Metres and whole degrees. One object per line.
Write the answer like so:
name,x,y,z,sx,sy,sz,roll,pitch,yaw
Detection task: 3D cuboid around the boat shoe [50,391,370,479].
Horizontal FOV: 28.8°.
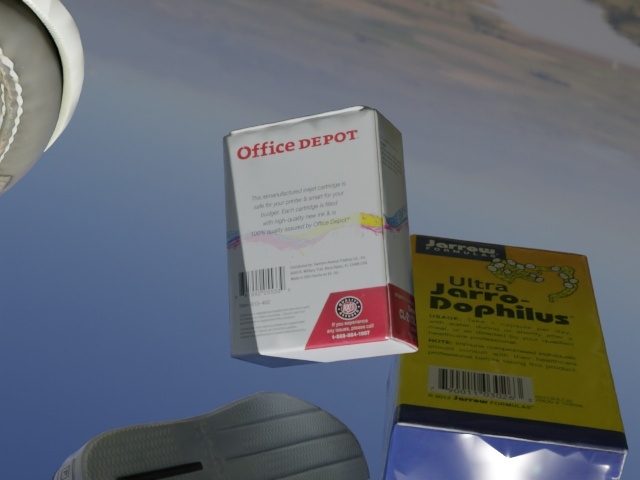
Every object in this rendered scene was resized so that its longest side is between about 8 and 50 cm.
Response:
boat shoe,-0.083,0.174,0.890,0.302,0.094,0.109,8,-125,-50

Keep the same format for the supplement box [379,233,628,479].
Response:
supplement box,0.161,0.163,1.194,0.195,0.194,0.356,7,-153,2

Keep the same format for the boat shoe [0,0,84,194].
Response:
boat shoe,-0.206,-0.038,0.596,0.109,0.091,0.305,38,146,-18

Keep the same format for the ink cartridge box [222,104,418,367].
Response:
ink cartridge box,0.000,0.000,0.939,0.127,0.175,0.072,-8,165,21
